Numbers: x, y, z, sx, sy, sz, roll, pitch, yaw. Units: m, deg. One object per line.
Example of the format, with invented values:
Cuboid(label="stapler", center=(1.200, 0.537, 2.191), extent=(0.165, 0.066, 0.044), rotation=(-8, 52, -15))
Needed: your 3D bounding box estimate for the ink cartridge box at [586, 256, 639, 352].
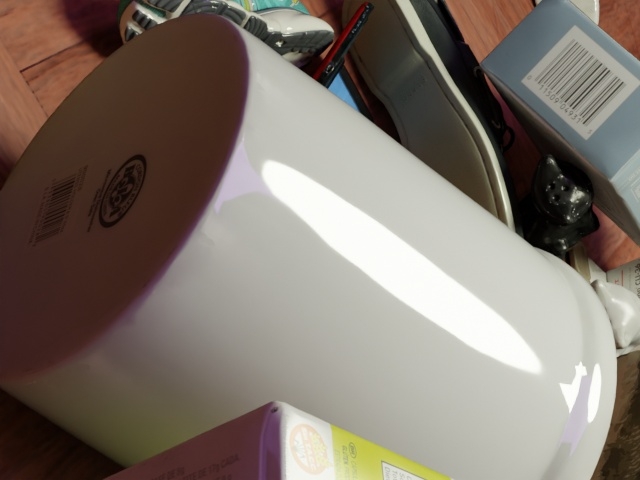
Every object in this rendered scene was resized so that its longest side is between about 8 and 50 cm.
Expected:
Cuboid(label="ink cartridge box", center=(0.388, 0.098, 2.094), extent=(0.198, 0.067, 0.115), rotation=(35, 44, -35))

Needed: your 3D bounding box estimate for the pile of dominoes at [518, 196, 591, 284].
Cuboid(label="pile of dominoes", center=(0.230, 0.056, 1.961), extent=(0.196, 0.040, 0.251), rotation=(37, 34, -33))

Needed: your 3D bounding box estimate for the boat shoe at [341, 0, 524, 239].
Cuboid(label="boat shoe", center=(0.139, -0.116, 1.854), extent=(0.113, 0.127, 0.340), rotation=(-13, 69, -43))

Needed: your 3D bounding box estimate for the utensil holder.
Cuboid(label="utensil holder", center=(-0.021, 0.061, 1.348), extent=(0.385, 0.327, 0.328), rotation=(37, 42, -32))

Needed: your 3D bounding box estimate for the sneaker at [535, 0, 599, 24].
Cuboid(label="sneaker", center=(0.302, -0.343, 2.274), extent=(0.094, 0.080, 0.212), rotation=(4, 63, -65))

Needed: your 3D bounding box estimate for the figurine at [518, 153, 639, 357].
Cuboid(label="figurine", center=(0.262, 0.028, 1.813), extent=(0.209, 0.092, 0.215), rotation=(59, 9, -77))

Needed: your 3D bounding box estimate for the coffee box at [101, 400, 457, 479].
Cuboid(label="coffee box", center=(-0.031, 0.351, 1.128), extent=(0.334, 0.337, 0.338), rotation=(28, 47, -42))

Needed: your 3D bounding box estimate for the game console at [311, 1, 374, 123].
Cuboid(label="game console", center=(0.029, -0.139, 1.755), extent=(0.085, 0.124, 0.144), rotation=(34, 38, -4))

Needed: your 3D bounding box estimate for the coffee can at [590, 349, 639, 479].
Cuboid(label="coffee can", center=(0.362, 0.259, 1.716), extent=(0.275, 0.201, 0.201), rotation=(36, 42, -22))

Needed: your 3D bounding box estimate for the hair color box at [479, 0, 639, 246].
Cuboid(label="hair color box", center=(0.307, -0.108, 1.909), extent=(0.185, 0.113, 0.374), rotation=(45, 3, 22))

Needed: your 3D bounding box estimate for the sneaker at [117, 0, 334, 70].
Cuboid(label="sneaker", center=(-0.100, -0.202, 1.641), extent=(0.110, 0.107, 0.275), rotation=(55, 25, 17))
